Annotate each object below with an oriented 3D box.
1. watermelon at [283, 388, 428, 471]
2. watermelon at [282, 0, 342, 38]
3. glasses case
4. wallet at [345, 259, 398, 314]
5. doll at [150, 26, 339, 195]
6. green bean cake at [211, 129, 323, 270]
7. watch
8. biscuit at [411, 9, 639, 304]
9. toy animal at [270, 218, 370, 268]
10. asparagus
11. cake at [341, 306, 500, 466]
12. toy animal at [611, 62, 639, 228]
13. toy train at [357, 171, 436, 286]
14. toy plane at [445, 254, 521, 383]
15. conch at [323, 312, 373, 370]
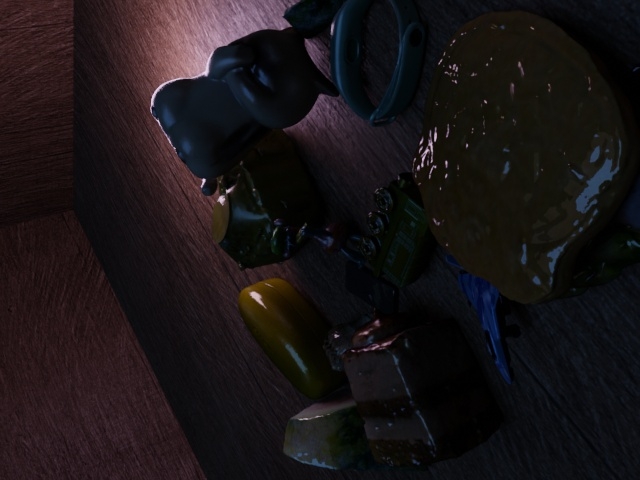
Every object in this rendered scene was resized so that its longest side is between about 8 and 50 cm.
[{"bbox_3d":[0.082,0.460,1.423,0.309,0.231,0.193,-14,93,13],"label":"watermelon"},{"bbox_3d":[-0.013,-0.455,1.190,0.155,0.101,0.080,-5,91,47],"label":"watermelon"},{"bbox_3d":[-0.085,0.237,1.582,0.371,0.141,0.173,44,138,35],"label":"glasses case"},{"bbox_3d":[0.109,0.105,1.340,0.156,0.018,0.082,33,132,43],"label":"wallet"},{"bbox_3d":[-0.172,-0.274,1.250,0.370,0.226,0.215,-38,66,15],"label":"doll"},{"bbox_3d":[-0.168,-0.091,1.485,0.285,0.202,0.310,62,146,18],"label":"green bean cake"},{"bbox_3d":[0.098,-0.326,1.099,0.195,0.068,0.237,28,125,44],"label":"watch"},{"bbox_3d":[0.252,-0.125,0.872,0.385,0.062,0.365,56,139,46],"label":"biscuit"},{"bbox_3d":[0.000,0.000,1.305,0.103,0.208,0.100,111,171,-76],"label":"toy animal"},{"bbox_3d":[0.371,0.030,0.861,0.080,0.080,0.287,63,147,12],"label":"asparagus"},{"bbox_3d":[0.177,0.254,1.163,0.198,0.196,0.293,-32,74,55],"label":"cake"},{"bbox_3d":[0.431,-0.073,0.703,0.324,0.090,0.195,39,129,41],"label":"toy animal"},{"bbox_3d":[0.154,-0.014,1.149,0.137,0.090,0.226,44,139,30],"label":"toy train"},{"bbox_3d":[0.281,0.106,1.007,0.169,0.078,0.247,128,124,-71],"label":"toy plane"},{"bbox_3d":[0.094,0.238,1.383,0.155,0.130,0.207,37,120,-7],"label":"conch"}]
